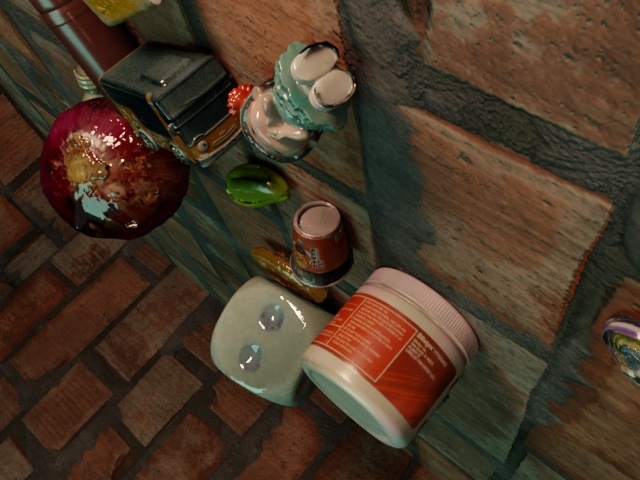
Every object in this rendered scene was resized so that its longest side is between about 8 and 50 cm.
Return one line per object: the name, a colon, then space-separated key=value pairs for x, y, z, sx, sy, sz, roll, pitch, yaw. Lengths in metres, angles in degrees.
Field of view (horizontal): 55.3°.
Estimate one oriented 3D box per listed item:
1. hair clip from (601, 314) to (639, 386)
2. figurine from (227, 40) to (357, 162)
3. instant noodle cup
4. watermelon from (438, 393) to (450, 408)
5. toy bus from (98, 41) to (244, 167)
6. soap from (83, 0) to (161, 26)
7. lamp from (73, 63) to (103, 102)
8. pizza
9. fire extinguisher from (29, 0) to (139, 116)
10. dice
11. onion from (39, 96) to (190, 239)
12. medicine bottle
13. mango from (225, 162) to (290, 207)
hair clip: x=0.388 y=0.132 z=0.709 sx=0.116 sy=0.049 sz=0.172 roll=57 pitch=171 yaw=0
figurine: x=-0.037 y=-0.181 z=0.791 sx=0.138 sy=0.110 sz=0.245 roll=55 pitch=158 yaw=-6
instant noodle cup: x=-0.002 y=0.001 z=1.134 sx=0.127 sy=0.127 sz=0.136 roll=34 pitch=153 yaw=25
watermelon: x=0.144 y=0.306 z=1.421 sx=0.188 sy=0.175 sz=0.322 roll=45 pitch=162 yaw=-9
toy bus: x=-0.254 y=-0.242 z=1.062 sx=0.275 sy=0.138 sz=0.167 roll=28 pitch=156 yaw=45
soap: x=-0.304 y=-0.400 z=0.894 sx=0.140 sy=0.073 sz=0.232 roll=48 pitch=162 yaw=-31
lamp: x=-0.556 y=-0.354 z=1.526 sx=0.106 sy=0.106 sz=0.193 roll=36 pitch=153 yaw=20
pizza: x=-0.082 y=0.076 z=1.566 sx=0.246 sy=0.058 sz=0.127 roll=29 pitch=159 yaw=36
fire extinguisher: x=-0.394 y=-0.348 z=1.171 sx=0.114 sy=0.135 sz=0.337 roll=-14 pitch=134 yaw=18
dice: x=-0.109 y=0.262 z=1.619 sx=0.264 sy=0.262 sz=0.268 roll=27 pitch=179 yaw=20
onion: x=-0.452 y=-0.173 z=1.453 sx=0.348 sy=0.348 sz=0.385 roll=41 pitch=-162 yaw=5
medicine bottle: x=0.126 y=0.218 z=1.144 sx=0.252 sy=0.241 sz=0.252 roll=38 pitch=163 yaw=14
mango: x=-0.119 y=-0.107 z=1.194 sx=0.165 sy=0.074 sz=0.091 roll=11 pitch=140 yaw=38
